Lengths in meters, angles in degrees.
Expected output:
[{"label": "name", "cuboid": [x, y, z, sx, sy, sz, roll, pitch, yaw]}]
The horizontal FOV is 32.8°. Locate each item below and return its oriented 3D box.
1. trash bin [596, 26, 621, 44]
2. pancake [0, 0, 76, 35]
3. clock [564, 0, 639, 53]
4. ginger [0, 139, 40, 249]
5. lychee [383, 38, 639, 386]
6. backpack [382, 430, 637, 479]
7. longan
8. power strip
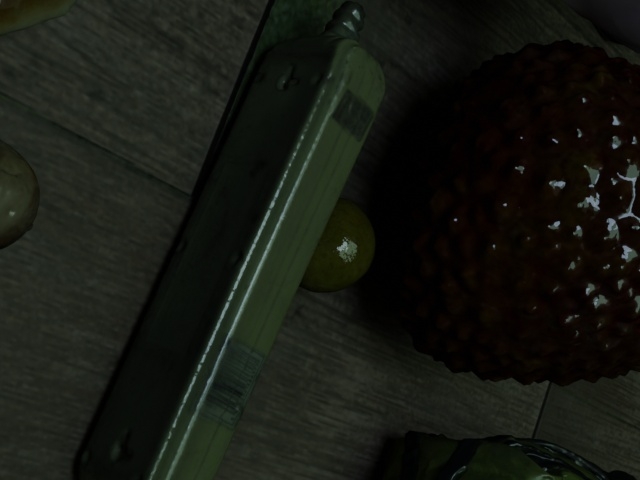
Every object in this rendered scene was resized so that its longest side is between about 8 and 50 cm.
[{"label": "trash bin", "cuboid": [0.344, -0.259, 1.067, 0.059, 0.116, 0.130, 41, 69, -43]}, {"label": "pancake", "cuboid": [-0.196, -0.242, 0.582, 0.282, 0.049, 0.282, -13, 110, -41]}, {"label": "clock", "cuboid": [0.290, -0.324, 0.797, 0.368, 0.250, 0.376, 25, 63, -27]}, {"label": "ginger", "cuboid": [-0.239, -0.026, 0.556, 0.204, 0.080, 0.104, -9, 136, -43]}, {"label": "lychee", "cuboid": [0.190, -0.014, 0.853, 0.304, 0.275, 0.276, -40, 132, 10]}, {"label": "backpack", "cuboid": [0.165, 0.242, 0.926, 0.253, 0.207, 0.140, 40, 54, -34]}, {"label": "longan", "cuboid": [0.000, 0.000, 0.812, 0.083, 0.075, 0.075, 33, 69, 0]}, {"label": "power strip", "cuboid": [-0.049, 0.005, 0.742, 0.066, 0.092, 0.387, 35, 74, -44]}]
